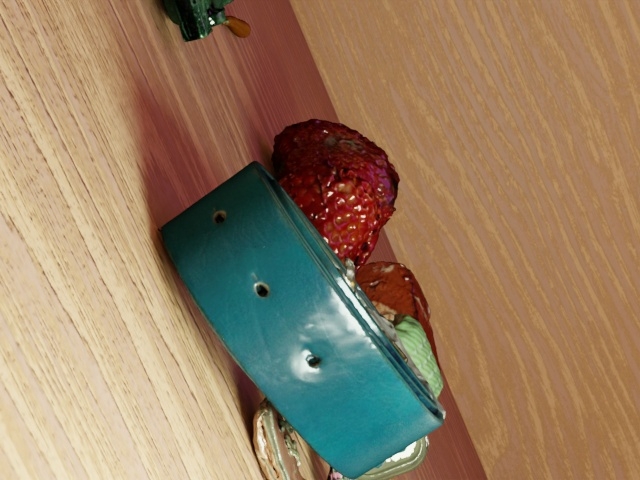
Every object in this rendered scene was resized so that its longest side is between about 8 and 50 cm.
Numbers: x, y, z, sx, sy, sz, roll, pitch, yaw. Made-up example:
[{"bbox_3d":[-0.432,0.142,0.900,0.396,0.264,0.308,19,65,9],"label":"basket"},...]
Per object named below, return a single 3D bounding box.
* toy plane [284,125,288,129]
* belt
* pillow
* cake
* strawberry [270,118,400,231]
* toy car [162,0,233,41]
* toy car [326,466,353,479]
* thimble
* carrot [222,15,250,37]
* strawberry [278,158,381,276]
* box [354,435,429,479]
[{"bbox_3d":[-0.017,-0.162,2.638,0.262,0.088,0.192,-107,-162,-45],"label":"toy plane"},{"bbox_3d":[-0.013,0.100,1.545,0.436,0.173,0.300,56,4,-36],"label":"belt"},{"bbox_3d":[-0.031,0.303,1.541,0.126,0.043,0.233,-26,95,-85],"label":"pillow"},{"bbox_3d":[0.114,0.175,2.335,0.151,0.177,0.283,59,18,-51],"label":"cake"},{"bbox_3d":[0.036,-0.104,2.382,0.274,0.220,0.274,-19,90,-78],"label":"strawberry"},{"bbox_3d":[-0.205,-0.409,1.997,0.321,0.097,0.141,-88,161,-70],"label":"toy car"},{"bbox_3d":[0.032,0.361,1.757,0.069,0.055,0.142,-69,148,-66],"label":"toy car"},{"bbox_3d":[0.069,0.205,1.831,0.219,0.219,0.150,-59,128,-79],"label":"thimble"},{"bbox_3d":[-0.170,-0.427,2.516,0.035,0.035,0.142,70,16,8],"label":"carrot"},{"bbox_3d":[0.000,0.000,2.089,0.244,0.205,0.205,-74,147,-43],"label":"strawberry"},{"bbox_3d":[0.068,0.237,2.022,0.178,0.138,0.274,-174,-115,-89],"label":"box"}]
